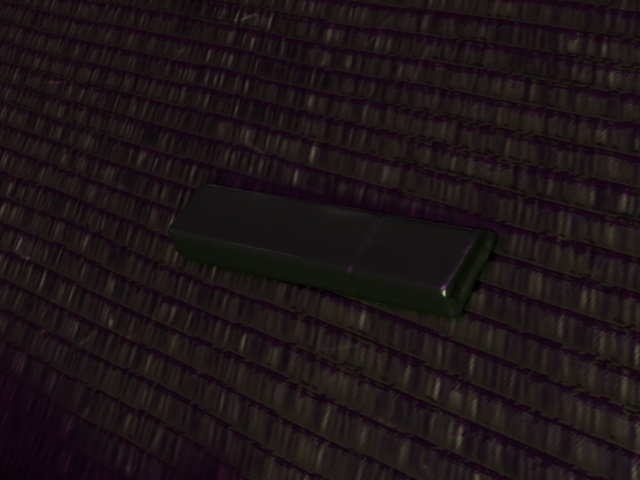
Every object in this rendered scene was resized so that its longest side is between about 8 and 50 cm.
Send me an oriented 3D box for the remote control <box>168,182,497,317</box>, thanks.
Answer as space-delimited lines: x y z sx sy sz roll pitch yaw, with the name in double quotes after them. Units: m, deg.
0.000 0.000 0.839 0.245 0.025 0.063 10 59 42 "remote control"
